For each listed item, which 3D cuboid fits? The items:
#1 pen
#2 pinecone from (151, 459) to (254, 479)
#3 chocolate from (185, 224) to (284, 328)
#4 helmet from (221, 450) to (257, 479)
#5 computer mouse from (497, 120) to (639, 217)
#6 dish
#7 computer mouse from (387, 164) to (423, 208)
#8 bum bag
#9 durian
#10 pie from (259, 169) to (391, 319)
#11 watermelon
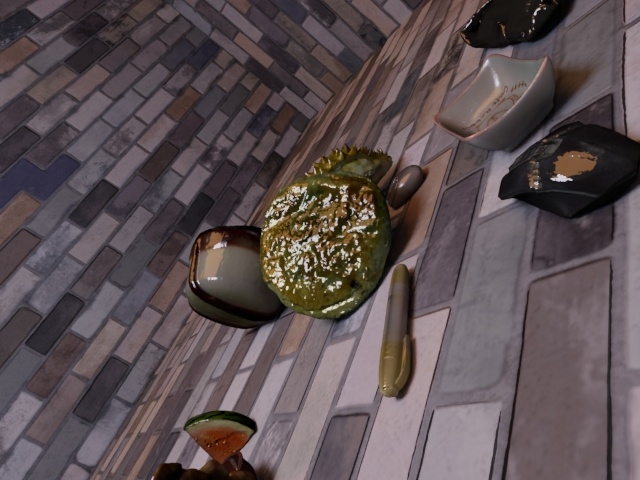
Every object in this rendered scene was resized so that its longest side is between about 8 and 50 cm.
[{"bbox_3d":[0.106,0.109,0.642,0.040,0.032,0.233,-17,32,26],"label":"pen"},{"bbox_3d":[-0.148,0.360,0.460,0.264,0.264,0.264,-48,16,19],"label":"pinecone"},{"bbox_3d":[-0.194,0.108,1.161,0.284,0.284,0.186,-36,44,46],"label":"chocolate"},{"bbox_3d":[-0.120,0.363,0.692,0.089,0.057,0.111,-59,11,-30],"label":"helmet"},{"bbox_3d":[0.266,-0.085,0.538,0.105,0.062,0.192,-54,17,-3],"label":"computer mouse"},{"bbox_3d":[0.277,-0.208,0.745,0.151,0.077,0.212,-47,16,15],"label":"dish"},{"bbox_3d":[0.161,-0.109,0.933,0.096,0.039,0.066,-48,16,22],"label":"computer mouse"},{"bbox_3d":[0.393,-0.460,0.965,0.142,0.080,0.326,-58,18,10],"label":"bum bag"},{"bbox_3d":[0.038,-0.099,1.025,0.306,0.166,0.172,-51,-3,-10],"label":"durian"},{"bbox_3d":[0.000,0.000,0.854,0.277,0.078,0.276,-12,66,28],"label":"pie"},{"bbox_3d":[-0.177,0.363,0.876,0.135,0.125,0.094,93,172,-66],"label":"watermelon"}]
